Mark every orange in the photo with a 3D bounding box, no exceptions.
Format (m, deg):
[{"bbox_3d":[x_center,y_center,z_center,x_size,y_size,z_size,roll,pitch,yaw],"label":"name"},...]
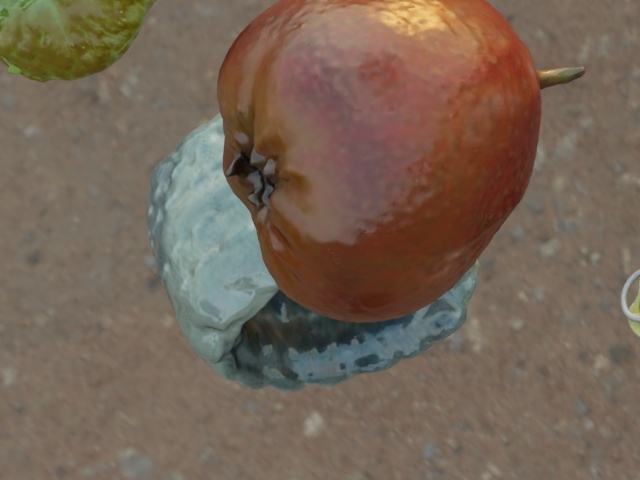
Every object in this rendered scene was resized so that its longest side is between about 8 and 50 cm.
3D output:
[{"bbox_3d":[-0.242,-0.247,1.448,0.179,0.237,0.158,-39,46,19],"label":"orange"}]

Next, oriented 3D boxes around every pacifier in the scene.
[{"bbox_3d":[0.328,0.061,1.719,0.068,0.064,0.083,12,77,32],"label":"pacifier"}]

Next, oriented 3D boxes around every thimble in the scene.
[{"bbox_3d":[0.000,0.000,1.356,0.250,0.205,0.172,-12,55,-18],"label":"thimble"}]

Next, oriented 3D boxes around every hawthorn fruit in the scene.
[{"bbox_3d":[0.055,-0.066,1.032,0.226,0.196,0.196,-22,50,-19],"label":"hawthorn fruit"}]
